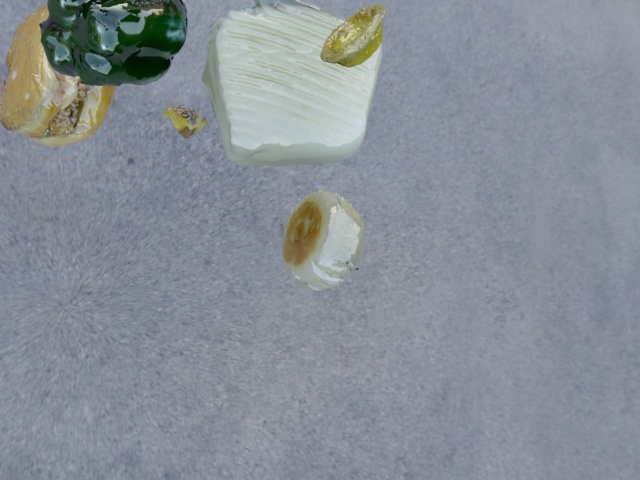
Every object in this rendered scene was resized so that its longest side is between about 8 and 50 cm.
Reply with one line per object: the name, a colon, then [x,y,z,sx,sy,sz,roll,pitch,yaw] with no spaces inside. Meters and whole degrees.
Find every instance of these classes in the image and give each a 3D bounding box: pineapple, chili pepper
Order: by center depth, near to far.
chili pepper: [-0.277,-0.318,0.749,0.165,0.174,0.261,24,31,6]
pineapple: [-0.316,-0.288,1.250,0.114,0.114,0.077,18,83,-33]

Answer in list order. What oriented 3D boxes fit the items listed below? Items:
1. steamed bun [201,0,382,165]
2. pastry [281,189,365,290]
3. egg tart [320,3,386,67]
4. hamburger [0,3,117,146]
steamed bun: [-0.057,-0.268,0.921,0.290,0.272,0.274,5,103,-6]
pastry: [0.000,0.000,0.815,0.088,0.165,0.166,24,73,-34]
egg tart: [0.046,-0.255,0.659,0.039,0.105,0.105,46,65,-34]
hamburger: [-0.575,-0.364,1.137,0.174,0.284,0.305,33,60,-54]
